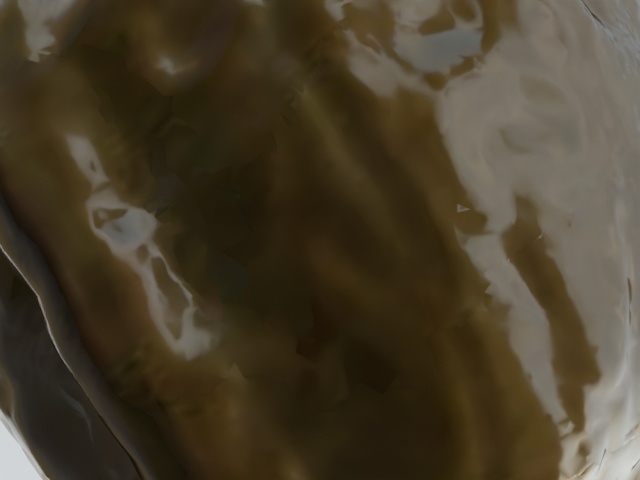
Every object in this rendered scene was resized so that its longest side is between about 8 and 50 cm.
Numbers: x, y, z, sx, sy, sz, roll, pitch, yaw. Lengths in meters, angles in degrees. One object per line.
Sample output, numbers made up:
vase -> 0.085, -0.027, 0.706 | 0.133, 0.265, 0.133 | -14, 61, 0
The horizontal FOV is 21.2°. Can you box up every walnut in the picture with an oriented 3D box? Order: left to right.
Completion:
walnut -> 0.002, 0.000, 0.672 | 0.306, 0.306, 0.344 | -38, -109, 52
